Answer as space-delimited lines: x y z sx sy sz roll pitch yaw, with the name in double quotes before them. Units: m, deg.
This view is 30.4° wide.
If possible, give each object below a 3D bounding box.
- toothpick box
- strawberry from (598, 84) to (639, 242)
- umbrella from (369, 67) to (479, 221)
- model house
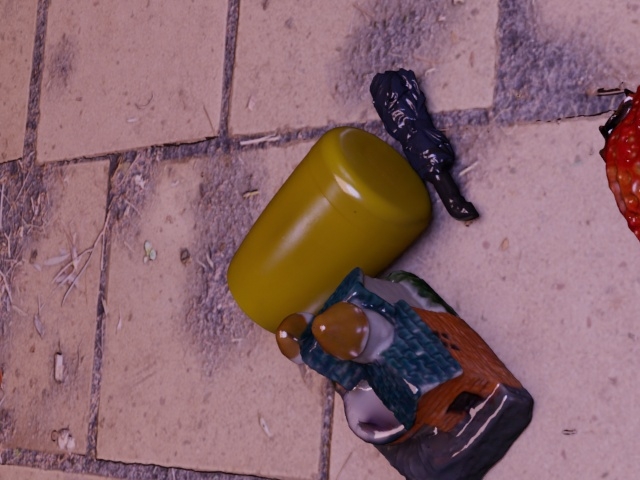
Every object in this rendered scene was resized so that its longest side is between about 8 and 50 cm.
"toothpick box" 0.000 0.000 1.527 0.271 0.175 0.175 -48 55 28
"strawberry" 0.417 -0.058 1.117 0.239 0.250 0.288 -61 22 9
"umbrella" 0.129 -0.122 1.507 0.071 0.071 0.248 -39 57 29
"model house" 0.058 0.151 1.374 0.190 0.301 0.271 -50 53 14
